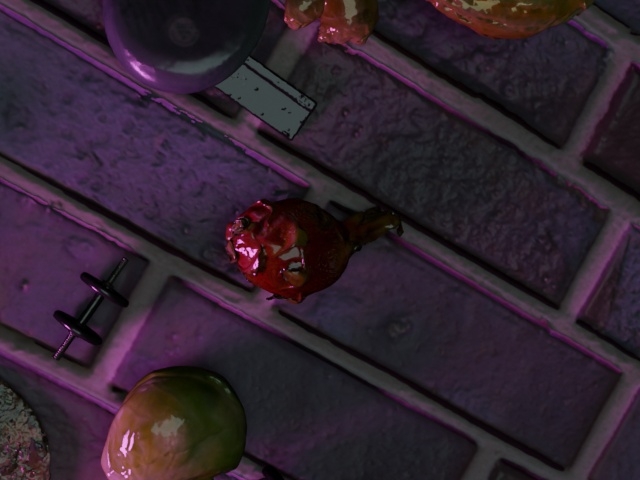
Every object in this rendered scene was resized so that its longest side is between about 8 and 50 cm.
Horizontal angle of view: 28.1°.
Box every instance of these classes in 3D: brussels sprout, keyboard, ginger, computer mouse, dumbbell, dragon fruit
[{"bbox_3d":[-0.181,0.227,1.543,0.183,0.131,0.145,-18,120,-11],"label":"brussels sprout"},{"bbox_3d":[-0.097,-0.201,1.576,0.195,0.018,0.060,35,94,-13],"label":"keyboard"},{"bbox_3d":[0.051,-0.383,1.568,0.118,0.065,0.299,20,88,-16],"label":"ginger"},{"bbox_3d":[-0.142,-0.338,1.495,0.188,0.122,0.371,11,78,-3],"label":"computer mouse"},{"bbox_3d":[-0.275,0.082,1.534,0.069,0.069,0.147,35,88,-13],"label":"dumbbell"},{"bbox_3d":[0.000,0.000,1.571,0.246,0.125,0.125,-17,129,-30],"label":"dragon fruit"}]

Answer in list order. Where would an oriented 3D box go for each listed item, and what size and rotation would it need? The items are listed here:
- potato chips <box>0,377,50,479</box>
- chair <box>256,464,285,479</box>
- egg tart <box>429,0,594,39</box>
[{"bbox_3d":[-0.424,0.262,1.539,0.220,0.029,0.202,36,84,-11],"label":"potato chips"},{"bbox_3d":[-0.023,0.344,1.582,0.221,0.140,0.145,-32,102,-10],"label":"chair"},{"bbox_3d":[0.226,-0.400,1.578,0.315,0.120,0.315,-1,96,-14],"label":"egg tart"}]
